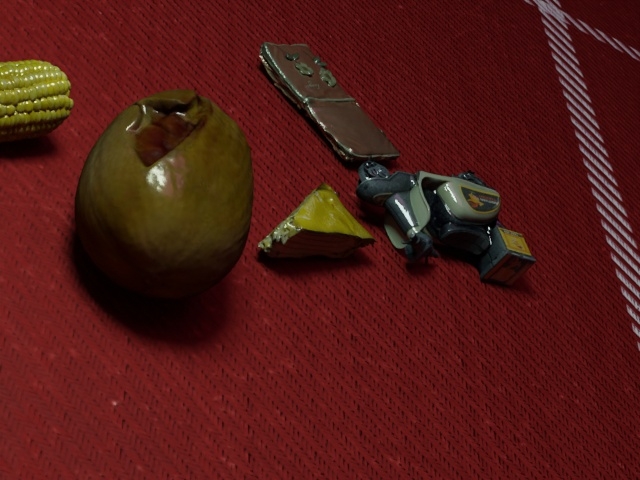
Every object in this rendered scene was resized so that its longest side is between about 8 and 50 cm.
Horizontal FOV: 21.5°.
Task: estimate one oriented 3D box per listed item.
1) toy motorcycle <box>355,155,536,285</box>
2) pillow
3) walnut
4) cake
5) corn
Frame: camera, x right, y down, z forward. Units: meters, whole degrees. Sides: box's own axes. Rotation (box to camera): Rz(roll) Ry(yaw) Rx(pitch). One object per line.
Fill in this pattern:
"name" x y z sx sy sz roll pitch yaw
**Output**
"toy motorcycle" 0.159 -0.030 2.264 0.263 0.091 0.157 12 43 -38
"pillow" 0.011 -0.194 2.384 0.232 0.043 0.126 50 32 20
"walnut" -0.172 -0.056 1.879 0.203 0.203 0.298 29 30 -13
"cake" -0.003 0.003 2.094 0.116 0.080 0.185 46 20 -7
"corn" -0.387 -0.152 1.880 0.244 0.093 0.093 -11 54 -46
